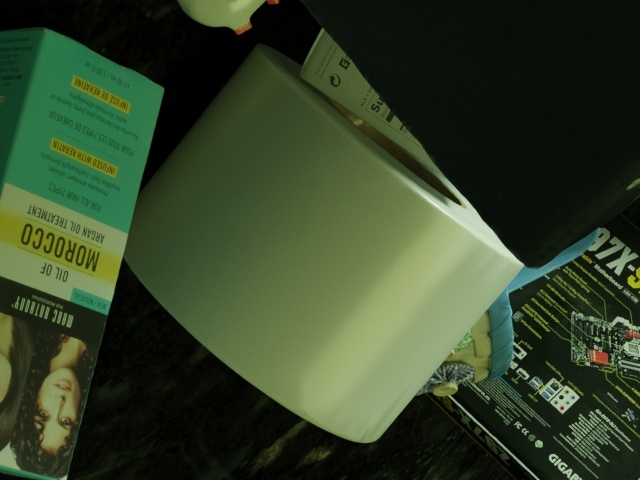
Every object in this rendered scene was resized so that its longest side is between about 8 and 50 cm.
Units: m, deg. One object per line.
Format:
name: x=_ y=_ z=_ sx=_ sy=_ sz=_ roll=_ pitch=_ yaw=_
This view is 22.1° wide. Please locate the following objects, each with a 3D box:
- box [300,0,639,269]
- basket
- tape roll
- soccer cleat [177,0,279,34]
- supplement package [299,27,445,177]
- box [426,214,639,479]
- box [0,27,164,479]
box: x=0.253 y=-0.294 z=0.705 sx=0.480 sy=0.297 sz=0.472 roll=-28 pitch=168 yaw=-49
basket: x=0.115 y=0.011 z=1.404 sx=0.289 sy=0.201 sz=0.255 roll=-33 pitch=153 yaw=-7
tape roll: x=0.000 y=0.000 z=1.153 sx=0.169 sy=0.246 sz=0.246 roll=-52 pitch=155 yaw=9
soccer cleat: x=-0.017 y=-0.213 z=1.021 sx=0.196 sy=0.068 sz=0.076 roll=-46 pitch=133 yaw=-12
supplement package: x=0.135 y=-0.184 z=1.134 sx=0.204 sy=0.145 sz=0.262 roll=-60 pitch=170 yaw=27
box: x=0.240 y=0.101 z=1.599 sx=0.257 sy=0.322 sz=0.079 roll=-42 pitch=154 yaw=-12
box: x=-0.170 y=0.009 z=0.941 sx=0.100 sy=0.060 sz=0.244 roll=25 pitch=73 yaw=-46
